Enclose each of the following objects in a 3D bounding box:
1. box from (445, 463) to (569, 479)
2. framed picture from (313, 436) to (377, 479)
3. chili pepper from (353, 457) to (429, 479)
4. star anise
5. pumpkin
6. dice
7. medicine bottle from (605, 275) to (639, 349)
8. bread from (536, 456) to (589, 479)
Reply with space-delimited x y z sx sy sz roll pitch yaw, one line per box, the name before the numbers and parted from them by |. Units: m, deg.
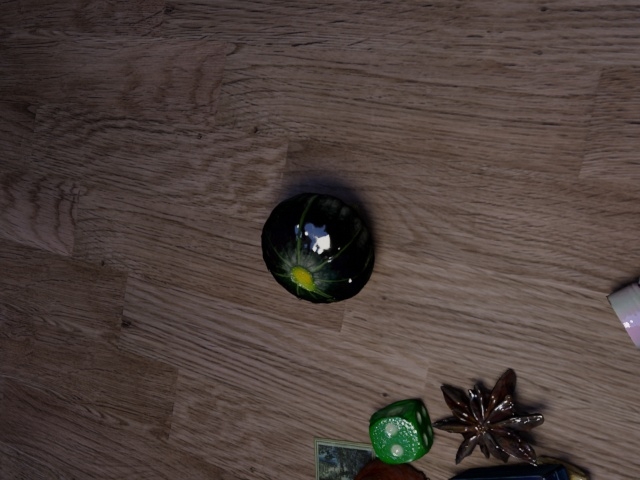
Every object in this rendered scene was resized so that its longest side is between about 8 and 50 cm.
box | 0.440 0.655 1.252 0.261 0.116 0.278 -27 71 42
framed picture | 0.066 0.612 1.537 0.183 0.011 0.141 -2 91 24
chili pepper | 0.159 0.664 1.336 0.229 0.305 0.251 -6 81 15
star anise | 0.392 0.430 1.333 0.283 0.129 0.212 -23 76 31
pumpkin | 0.000 0.000 1.439 0.296 0.296 0.295 1 92 24
dice | 0.202 0.474 1.410 0.131 0.128 0.120 -21 85 21
medicine bottle | 0.735 0.113 1.152 0.255 0.152 0.151 -33 79 22
bread | 0.546 0.558 1.286 0.125 0.082 0.106 11 87 41
